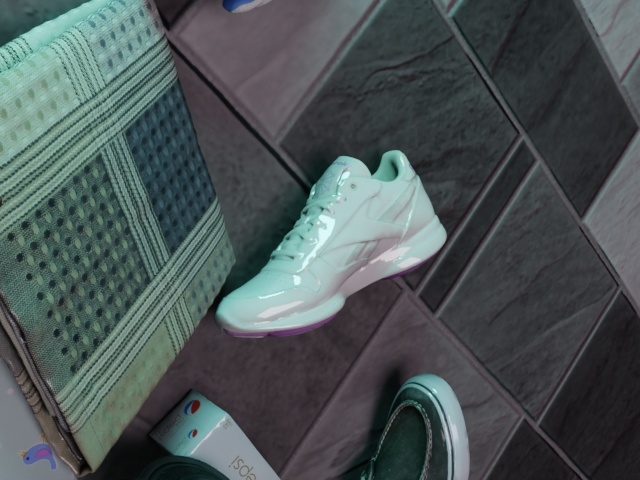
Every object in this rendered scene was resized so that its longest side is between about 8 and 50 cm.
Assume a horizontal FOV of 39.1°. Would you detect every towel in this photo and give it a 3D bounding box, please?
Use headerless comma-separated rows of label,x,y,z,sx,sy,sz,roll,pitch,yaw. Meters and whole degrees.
towel,-0.185,-0.023,0.751,0.324,0.056,0.312,-61,142,-53

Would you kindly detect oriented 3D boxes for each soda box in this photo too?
soda box,-0.092,0.264,0.985,0.069,0.074,0.216,-46,127,-20

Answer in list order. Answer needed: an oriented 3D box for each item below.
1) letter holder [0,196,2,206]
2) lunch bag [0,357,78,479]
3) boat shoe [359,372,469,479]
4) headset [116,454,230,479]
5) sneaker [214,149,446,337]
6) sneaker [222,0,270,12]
letter holder,-0.384,-0.034,0.542,0.302,0.214,0.152,43,41,-2
lunch bag,-0.345,0.179,0.698,0.262,0.160,0.223,-26,117,-24
boat shoe,0.096,0.333,1.129,0.119,0.121,0.335,-5,109,-43
headset,-0.121,0.334,0.860,0.394,0.185,0.243,-7,130,-17
sneaker,0.000,0.000,0.975,0.305,0.114,0.152,-29,107,-34
sneaker,-0.103,-0.341,0.748,0.323,0.130,0.236,42,73,-46
